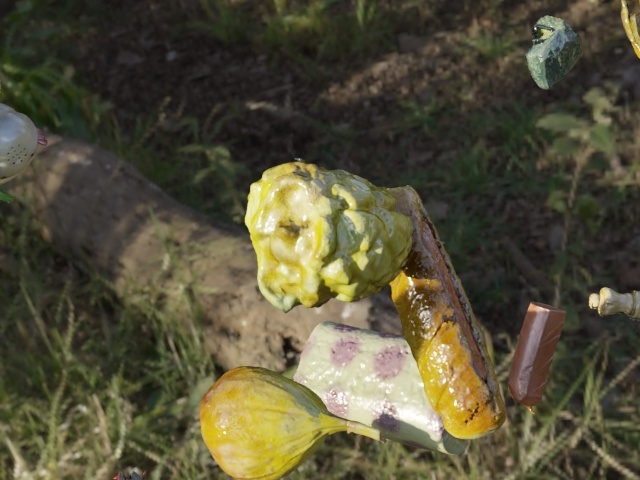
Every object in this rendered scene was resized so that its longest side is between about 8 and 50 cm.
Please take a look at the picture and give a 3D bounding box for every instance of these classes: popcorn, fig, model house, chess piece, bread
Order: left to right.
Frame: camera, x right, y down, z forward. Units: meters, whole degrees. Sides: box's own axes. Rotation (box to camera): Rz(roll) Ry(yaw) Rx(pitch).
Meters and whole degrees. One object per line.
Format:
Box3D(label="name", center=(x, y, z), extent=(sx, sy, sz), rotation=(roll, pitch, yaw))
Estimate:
Box3D(label="fig", center=(-0.033, 0.246, 1.459), extent=(0.257, 0.159, 0.159), rotation=(2, 37, 27))
Box3D(label="popcorn", center=(0.002, -0.012, 1.070), extent=(0.174, 0.142, 0.173), rotation=(2, 19, -1))
Box3D(label="bread", center=(0.117, 0.254, 1.936), extent=(0.338, 0.155, 0.187), rotation=(8, 67, 39))
Box3D(label="model house", center=(0.334, -0.277, 1.632), extent=(0.083, 0.078, 0.066), rotation=(-46, 30, -19))
Box3D(label="chess piece", center=(0.536, 0.110, 1.859), extent=(0.172, 0.060, 0.060), rotation=(5, 34, -2))

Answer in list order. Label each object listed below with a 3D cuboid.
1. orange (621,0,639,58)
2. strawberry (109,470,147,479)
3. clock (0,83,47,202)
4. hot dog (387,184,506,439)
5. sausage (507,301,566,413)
Box3D(label="orange", center=(0.302, -0.158, 0.786), extent=(0.160, 0.112, 0.170), rotation=(-14, 58, 31))
Box3D(label="strawberry", center=(-0.335, 0.433, 1.630), extent=(0.087, 0.208, 0.167), rotation=(33, 28, 19))
Box3D(label="clock", center=(-0.418, -0.139, 1.306), extent=(0.144, 0.231, 0.103), rotation=(-39, 41, -18))
Box3D(label="hot dog", center=(0.115, 0.073, 1.173), extent=(0.061, 0.286, 0.088), rotation=(-6, -24, -45))
Box3D(label="sausage", center=(0.336, 0.184, 1.737), extent=(0.065, 0.169, 0.065), rotation=(15, 5, -1))
